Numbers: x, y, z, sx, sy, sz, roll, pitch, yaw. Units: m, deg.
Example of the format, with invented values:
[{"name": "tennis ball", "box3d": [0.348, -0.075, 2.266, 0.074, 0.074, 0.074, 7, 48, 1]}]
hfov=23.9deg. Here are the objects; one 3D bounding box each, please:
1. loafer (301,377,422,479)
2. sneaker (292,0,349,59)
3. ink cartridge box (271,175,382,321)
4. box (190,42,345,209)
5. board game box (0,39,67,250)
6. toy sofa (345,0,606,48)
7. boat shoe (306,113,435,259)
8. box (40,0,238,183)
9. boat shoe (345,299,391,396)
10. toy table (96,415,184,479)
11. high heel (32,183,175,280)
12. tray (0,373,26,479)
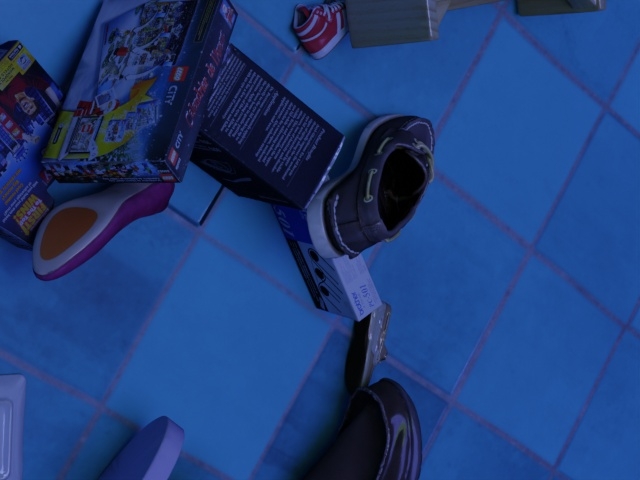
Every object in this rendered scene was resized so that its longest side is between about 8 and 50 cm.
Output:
[{"name": "loafer", "box3d": [0.022, 0.352, 1.973, 0.130, 0.134, 0.365, 16, 94, -31]}, {"name": "sneaker", "box3d": [0.013, -0.294, 1.918, 0.118, 0.042, 0.067, -53, 126, -14]}, {"name": "ink cartridge box", "box3d": [0.000, 0.000, 1.927, 0.046, 0.097, 0.207, -35, 116, -26]}, {"name": "box", "box3d": [-0.102, -0.138, 1.799, 0.207, 0.153, 0.108, 37, 76, -35]}, {"name": "board game box", "box3d": [-0.351, -0.088, 1.683, 0.194, 0.060, 0.194, -54, 129, -22]}, {"name": "toy sofa", "box3d": [0.199, -0.359, 1.947, 0.363, 0.150, 0.177, -17, 103, -39]}, {"name": "boat shoe", "box3d": [0.089, -0.077, 1.899, 0.324, 0.097, 0.116, -47, 122, -55]}, {"name": "box", "box3d": [-0.198, -0.170, 1.673, 0.044, 0.159, 0.233, 57, 42, -51]}, {"name": "boat shoe", "box3d": [0.068, 0.145, 2.030, 0.045, 0.050, 0.135, 11, 92, -31]}, {"name": "toy table", "box3d": [-0.204, 0.363, 1.780, 0.161, 0.252, 0.274, 39, 84, -16]}, {"name": "high heel", "box3d": [-0.245, -0.013, 1.732, 0.117, 0.082, 0.244, 79, 28, -42]}, {"name": "tray", "box3d": [-0.453, 0.230, 1.691, 0.270, 0.030, 0.145, -1, 98, -35]}]
